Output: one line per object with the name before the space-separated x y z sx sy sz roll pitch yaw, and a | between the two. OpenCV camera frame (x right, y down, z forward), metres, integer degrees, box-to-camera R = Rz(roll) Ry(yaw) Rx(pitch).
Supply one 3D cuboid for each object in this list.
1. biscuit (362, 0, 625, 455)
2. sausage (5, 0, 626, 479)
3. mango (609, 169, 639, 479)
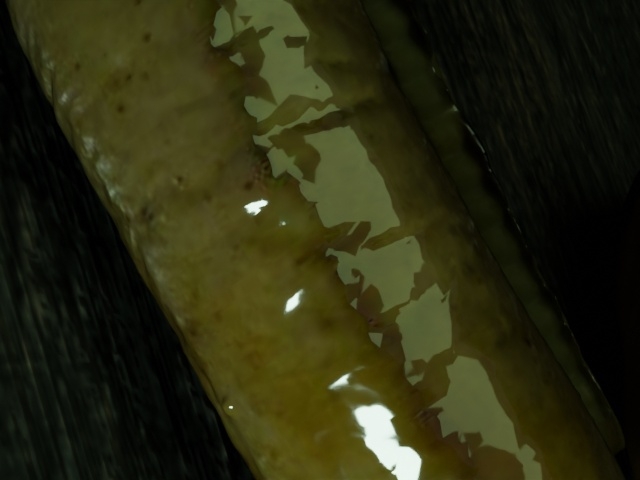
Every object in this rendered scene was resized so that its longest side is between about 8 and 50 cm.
biscuit | 0.060 -0.025 0.800 0.254 0.029 0.172 64 3 -1
sausage | -0.002 0.001 0.679 0.136 0.123 0.500 -28 91 -45
mango | 0.235 0.064 0.929 0.201 0.153 0.287 25 49 -36
